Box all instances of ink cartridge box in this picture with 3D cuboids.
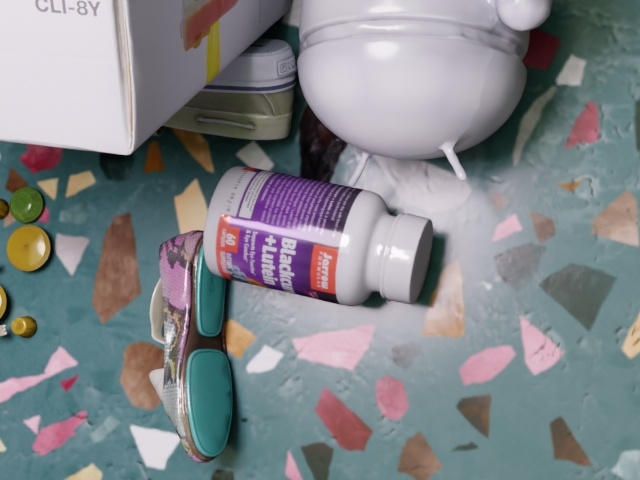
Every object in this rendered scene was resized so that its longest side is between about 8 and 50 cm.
[{"bbox_3d":[-0.212,-0.225,0.958,0.279,0.385,0.160,7,118,14],"label":"ink cartridge box"}]

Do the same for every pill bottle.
[{"bbox_3d":[0.000,0.000,1.034,0.193,0.108,0.108,12,88,16],"label":"pill bottle"}]

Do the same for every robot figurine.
[{"bbox_3d":[0.084,-0.224,0.986,0.300,0.199,0.354,-4,81,55],"label":"robot figurine"}]

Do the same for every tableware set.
[{"bbox_3d":[-0.322,0.025,1.161,0.104,0.024,0.154,-11,81,10],"label":"tableware set"}]

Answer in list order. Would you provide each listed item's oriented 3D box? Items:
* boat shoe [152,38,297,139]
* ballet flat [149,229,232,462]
[{"bbox_3d":[-0.169,-0.146,1.094,0.302,0.109,0.094,5,111,17],"label":"boat shoe"},{"bbox_3d":[-0.129,0.101,1.083,0.079,0.077,0.222,-9,77,32],"label":"ballet flat"}]
